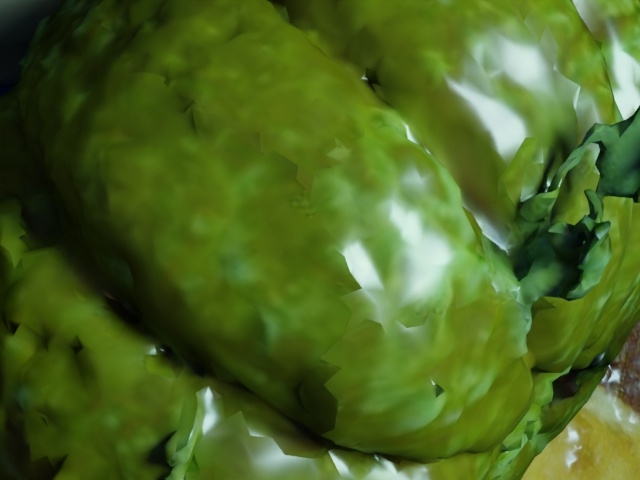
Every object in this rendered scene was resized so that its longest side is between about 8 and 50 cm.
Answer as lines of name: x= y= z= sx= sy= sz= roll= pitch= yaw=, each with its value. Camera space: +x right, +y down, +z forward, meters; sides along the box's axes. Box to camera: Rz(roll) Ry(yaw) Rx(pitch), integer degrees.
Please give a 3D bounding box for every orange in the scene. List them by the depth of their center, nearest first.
orange: x=0.000 y=0.000 z=0.482 sx=0.223 sy=0.300 sz=0.301 roll=43 pitch=17 yaw=19

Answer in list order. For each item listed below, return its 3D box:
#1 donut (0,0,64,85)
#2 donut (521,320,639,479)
donut: x=-0.145 y=-0.248 z=0.487 sx=0.383 sy=0.142 sz=0.382 roll=7 pitch=78 yaw=-37
donut: x=0.108 y=0.079 z=0.669 sx=0.141 sy=0.085 sz=0.217 roll=48 pitch=59 yaw=-22
